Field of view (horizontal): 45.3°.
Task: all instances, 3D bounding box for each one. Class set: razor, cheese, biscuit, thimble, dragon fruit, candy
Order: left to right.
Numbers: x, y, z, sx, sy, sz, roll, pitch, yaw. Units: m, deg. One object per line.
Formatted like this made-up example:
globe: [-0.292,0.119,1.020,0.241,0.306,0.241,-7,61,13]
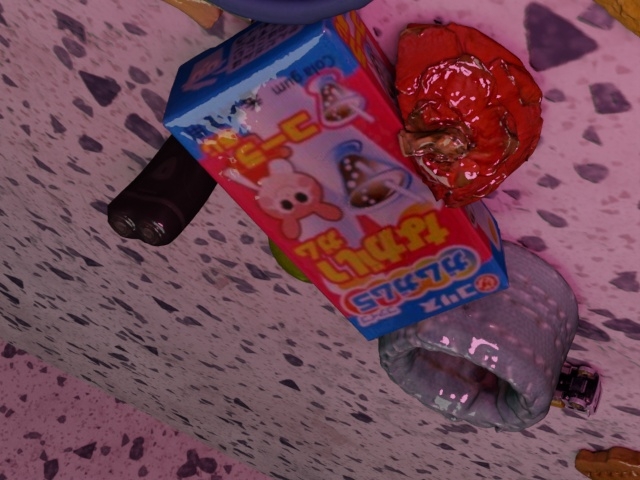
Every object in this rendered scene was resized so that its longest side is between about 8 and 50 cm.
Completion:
razor: [-0.163,-0.061,0.844,0.090,0.148,0.054,15,144,24]
cheese: [-0.123,-0.212,0.661,0.083,0.030,0.044,20,147,2]
candy: [0.026,-0.052,0.664,0.157,0.100,0.306,-25,127,23]
thimble: [0.166,0.100,0.831,0.198,0.143,0.235,12,148,27]
dragon fruit: [0.120,-0.084,0.584,0.083,0.106,0.162,-1,141,40]
biscuit: [0.503,0.381,1.143,0.249,0.035,0.184,33,153,-12]

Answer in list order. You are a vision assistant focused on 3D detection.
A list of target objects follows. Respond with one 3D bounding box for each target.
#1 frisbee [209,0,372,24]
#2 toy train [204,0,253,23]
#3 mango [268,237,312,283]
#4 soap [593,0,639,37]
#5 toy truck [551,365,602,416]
frisbee: [-0.044,-0.268,0.453,0.290,0.049,0.289,21,142,18]
toy train: [-0.080,-0.215,0.612,0.093,0.038,0.056,27,160,0]
mango: [-0.001,0.001,0.857,0.119,0.100,0.178,26,161,-1]
soap: [0.226,-0.149,0.445,0.169,0.033,0.089,2,142,42]
toy truck: [0.290,0.183,0.965,0.123,0.052,0.063,9,152,35]
